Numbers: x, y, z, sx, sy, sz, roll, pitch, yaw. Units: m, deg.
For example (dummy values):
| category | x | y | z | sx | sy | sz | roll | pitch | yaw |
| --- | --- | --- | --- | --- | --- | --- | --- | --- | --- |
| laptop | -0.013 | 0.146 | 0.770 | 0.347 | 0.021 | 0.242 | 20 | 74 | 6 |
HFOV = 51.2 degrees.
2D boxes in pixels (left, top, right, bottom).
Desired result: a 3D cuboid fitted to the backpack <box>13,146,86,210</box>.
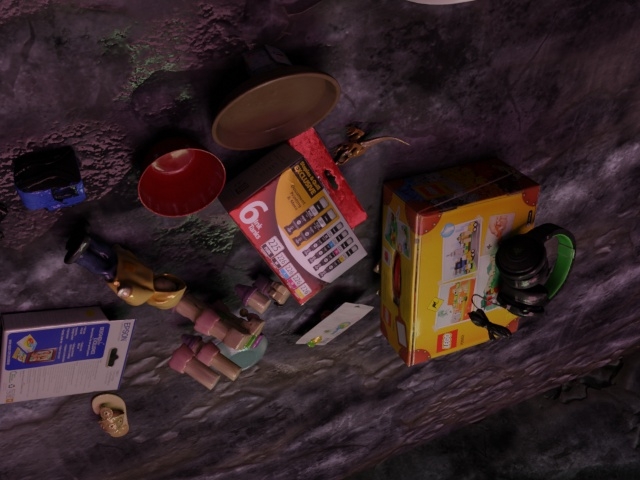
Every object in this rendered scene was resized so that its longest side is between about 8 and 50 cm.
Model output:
| category | x | y | z | sx | sy | sz | roll | pitch | yaw |
| --- | --- | --- | --- | --- | --- | --- | --- | --- | --- |
| backpack | -0.524 | -0.106 | 1.295 | 0.120 | 0.098 | 0.101 | -15 | 144 | -19 |

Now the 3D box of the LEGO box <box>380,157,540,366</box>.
| category | x | y | z | sx | sy | sz | roll | pitch | yaw |
| --- | --- | --- | --- | --- | --- | --- | --- | --- | --- |
| LEGO box | 0.373 | 0.062 | 1.868 | 0.372 | 0.193 | 0.500 | -13 | 123 | -19 |

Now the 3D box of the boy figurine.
| category | x | y | z | sx | sy | sz | roll | pitch | yaw |
| --- | --- | --- | --- | --- | --- | --- | --- | --- | --- |
| boy figurine | -0.426 | 0.077 | 1.487 | 0.285 | 0.177 | 0.092 | 35 | 106 | -29 |

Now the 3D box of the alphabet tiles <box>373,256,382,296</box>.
| category | x | y | z | sx | sy | sz | roll | pitch | yaw |
| --- | --- | --- | --- | --- | --- | --- | --- | --- | --- |
| alphabet tiles | 0.321 | 0.055 | 1.981 | 0.285 | 0.011 | 0.342 | 30 | 102 | -32 |

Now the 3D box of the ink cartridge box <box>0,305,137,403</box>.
| category | x | y | z | sx | sy | sz | roll | pitch | yaw |
| --- | --- | --- | --- | --- | --- | --- | --- | --- | --- |
| ink cartridge box | -0.650 | 0.289 | 1.700 | 0.307 | 0.072 | 0.304 | -3 | 135 | -33 |

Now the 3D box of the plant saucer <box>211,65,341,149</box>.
| category | x | y | z | sx | sy | sz | roll | pitch | yaw |
| --- | --- | --- | --- | --- | --- | --- | --- | --- | --- |
| plant saucer | -0.093 | -0.269 | 1.352 | 0.278 | 0.041 | 0.278 | -20 | 167 | -5 |

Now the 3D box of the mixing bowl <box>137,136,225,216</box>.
| category | x | y | z | sx | sy | sz | roll | pitch | yaw |
| --- | --- | --- | --- | --- | --- | --- | --- | --- | --- |
| mixing bowl | -0.298 | -0.148 | 1.388 | 0.181 | 0.098 | 0.181 | -18 | 142 | -15 |

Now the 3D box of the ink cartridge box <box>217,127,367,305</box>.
| category | x | y | z | sx | sy | sz | roll | pitch | yaw |
| --- | --- | --- | --- | --- | --- | --- | --- | --- | --- |
| ink cartridge box | -0.037 | -0.058 | 1.525 | 0.272 | 0.130 | 0.309 | -38 | 123 | -4 |

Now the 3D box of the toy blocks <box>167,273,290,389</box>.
| category | x | y | z | sx | sy | sz | roll | pitch | yaw |
| --- | --- | --- | --- | --- | --- | --- | --- | --- | --- |
| toy blocks | -0.275 | 0.179 | 1.717 | 0.309 | 0.260 | 0.288 | -57 | 170 | -2 |

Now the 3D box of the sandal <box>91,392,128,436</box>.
| category | x | y | z | sx | sy | sz | roll | pitch | yaw |
| --- | --- | --- | --- | --- | --- | --- | --- | --- | --- |
| sandal | -0.616 | 0.546 | 2.001 | 0.088 | 0.079 | 0.240 | -17 | 141 | -14 |

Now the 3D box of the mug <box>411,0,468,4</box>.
| category | x | y | z | sx | sy | sz | roll | pitch | yaw |
| --- | --- | --- | --- | --- | --- | --- | --- | --- | --- |
| mug | 0.158 | -0.591 | 1.063 | 0.374 | 0.276 | 0.328 | -2 | 139 | 15 |

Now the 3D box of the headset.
| category | x | y | z | sx | sy | sz | roll | pitch | yaw |
| --- | --- | --- | --- | --- | --- | --- | --- | --- | --- |
| headset | 0.548 | 0.117 | 1.749 | 0.394 | 0.185 | 0.243 | -29 | 128 | -23 |

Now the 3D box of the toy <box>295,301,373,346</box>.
| category | x | y | z | sx | sy | sz | roll | pitch | yaw |
| --- | --- | --- | --- | --- | --- | --- | --- | --- | --- |
| toy | 0.036 | 0.248 | 2.089 | 0.137 | 0.056 | 0.237 | 13 | 131 | -46 |

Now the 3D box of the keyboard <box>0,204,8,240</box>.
| category | x | y | z | sx | sy | sz | roll | pitch | yaw |
| --- | --- | --- | --- | --- | --- | --- | --- | --- | --- |
| keyboard | -0.704 | -0.013 | 1.353 | 0.180 | 0.023 | 0.108 | -42 | 134 | 18 |

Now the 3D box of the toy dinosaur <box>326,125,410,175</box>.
| category | x | y | z | sx | sy | sz | roll | pitch | yaw |
| --- | --- | --- | --- | --- | --- | --- | --- | --- | --- |
| toy dinosaur | 0.097 | -0.227 | 1.591 | 0.211 | 0.064 | 0.112 | -24 | 158 | 11 |

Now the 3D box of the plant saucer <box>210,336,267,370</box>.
| category | x | y | z | sx | sy | sz | roll | pitch | yaw |
| --- | --- | --- | --- | --- | --- | --- | --- | --- | --- |
| plant saucer | -0.247 | 0.358 | 2.052 | 0.195 | 0.037 | 0.195 | -18 | 142 | -15 |

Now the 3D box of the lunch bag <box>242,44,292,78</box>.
| category | x | y | z | sx | sy | sz | roll | pitch | yaw |
| --- | --- | --- | --- | --- | --- | --- | --- | --- | --- |
| lunch bag | -0.103 | -0.346 | 1.306 | 0.083 | 0.071 | 0.053 | -18 | 138 | -9 |
